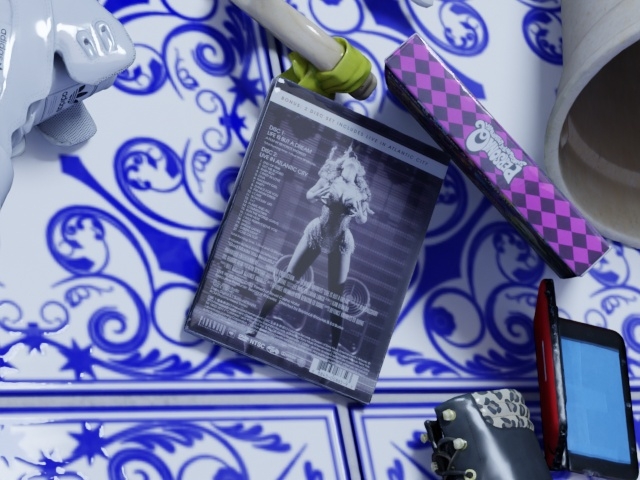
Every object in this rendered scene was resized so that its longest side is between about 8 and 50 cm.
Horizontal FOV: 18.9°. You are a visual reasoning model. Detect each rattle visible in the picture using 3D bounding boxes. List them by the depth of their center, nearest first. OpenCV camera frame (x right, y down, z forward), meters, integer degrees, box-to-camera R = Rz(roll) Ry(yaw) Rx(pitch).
[{"bbox_3d":[-0.060,-0.157,1.635,0.199,0.143,0.130,37,19,13],"label":"rattle"}]

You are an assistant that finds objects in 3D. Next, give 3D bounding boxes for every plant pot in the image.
[{"bbox_3d":[0.342,-0.209,1.725,0.334,0.334,0.305,12,48,-22],"label":"plant pot"}]

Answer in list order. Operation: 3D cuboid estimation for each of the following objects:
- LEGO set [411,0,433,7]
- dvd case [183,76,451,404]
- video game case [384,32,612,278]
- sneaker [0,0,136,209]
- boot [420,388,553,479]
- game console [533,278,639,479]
[{"bbox_3d":[0.061,-0.327,1.747,0.093,0.087,0.227,8,86,-14],"label":"LEGO set"},{"bbox_3d":[0.000,0.000,1.542,0.164,0.018,0.221,23,75,-17],"label":"dvd case"},{"bbox_3d":[0.143,-0.064,1.596,0.042,0.210,0.232,-42,86,2],"label":"video game case"},{"bbox_3d":[-0.241,-0.077,1.425,0.210,0.137,0.366,0,61,-25],"label":"sneaker"},{"bbox_3d":[0.106,0.216,1.485,0.236,0.085,0.178,-7,65,-38],"label":"boot"},{"bbox_3d":[0.225,0.117,1.605,0.085,0.124,0.144,-2,62,0],"label":"game console"}]
